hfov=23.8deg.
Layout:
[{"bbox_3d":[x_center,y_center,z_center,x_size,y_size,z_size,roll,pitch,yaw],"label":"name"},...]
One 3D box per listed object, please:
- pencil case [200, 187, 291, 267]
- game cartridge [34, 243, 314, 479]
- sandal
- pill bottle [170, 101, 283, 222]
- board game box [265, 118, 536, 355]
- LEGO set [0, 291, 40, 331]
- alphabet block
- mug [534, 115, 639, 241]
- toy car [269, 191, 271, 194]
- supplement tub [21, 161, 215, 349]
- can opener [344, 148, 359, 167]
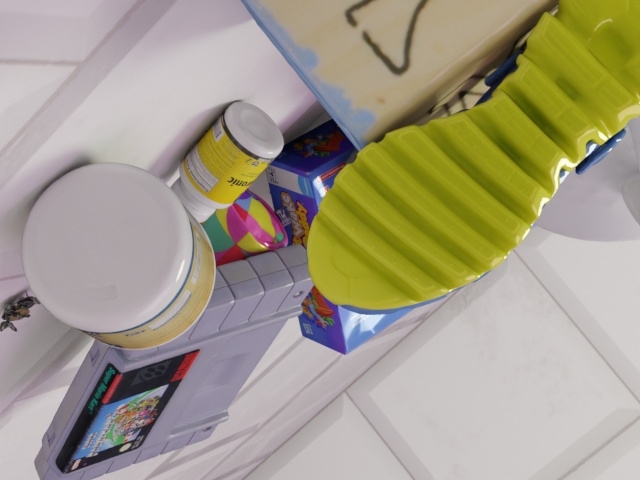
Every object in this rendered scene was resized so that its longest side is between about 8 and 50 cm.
[{"bbox_3d":[-0.137,0.034,1.623,0.236,0.104,0.104,-42,168,22],"label":"pencil case"},{"bbox_3d":[-0.162,0.146,1.623,0.230,0.068,0.355,-21,156,-37],"label":"game cartridge"},{"bbox_3d":[0.127,-0.056,1.097,0.317,0.126,0.138,-36,172,-4],"label":"sandal"},{"bbox_3d":[-0.092,-0.071,1.432,0.116,0.065,0.065,-45,167,31],"label":"pill bottle"},{"bbox_3d":[0.107,-0.057,1.737,0.347,0.078,0.233,-31,124,-32],"label":"board game box"},{"bbox_3d":[-0.301,0.069,1.454,0.083,0.023,0.054,-10,150,-40],"label":"LEGO set"},{"bbox_3d":[0.062,-0.185,1.159,0.197,0.192,0.193,-38,171,2],"label":"alphabet block"},{"bbox_3d":[0.266,-0.170,1.362,0.276,0.374,0.328,-14,138,5],"label":"mug"},{"bbox_3d":[0.000,0.000,1.812,0.149,0.155,0.188,-41,159,12],"label":"toy car"},{"bbox_3d":[-0.171,0.020,1.339,0.144,0.144,0.200,-38,168,-3],"label":"supplement tub"},{"bbox_3d":[0.055,-0.103,1.518,0.095,0.076,0.283,-44,149,-6],"label":"can opener"}]
